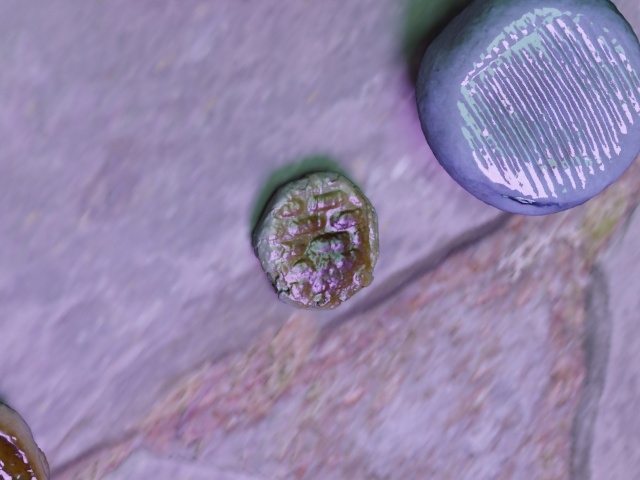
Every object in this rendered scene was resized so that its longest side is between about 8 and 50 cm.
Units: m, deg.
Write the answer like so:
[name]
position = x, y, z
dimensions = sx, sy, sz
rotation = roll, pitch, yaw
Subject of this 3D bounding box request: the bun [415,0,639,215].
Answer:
[bun]
position = 0.122, -0.086, 1.143
dimensions = 0.141, 0.083, 0.141
rotation = -4, 106, -15

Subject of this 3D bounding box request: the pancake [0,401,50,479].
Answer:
[pancake]
position = -0.220, 0.150, 1.067
dimensions = 0.158, 0.028, 0.158
rotation = -7, 108, -22

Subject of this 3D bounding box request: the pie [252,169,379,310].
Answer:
[pie]
position = 0.000, 0.000, 1.139
dimensions = 0.084, 0.020, 0.084
rotation = -7, 106, -24
